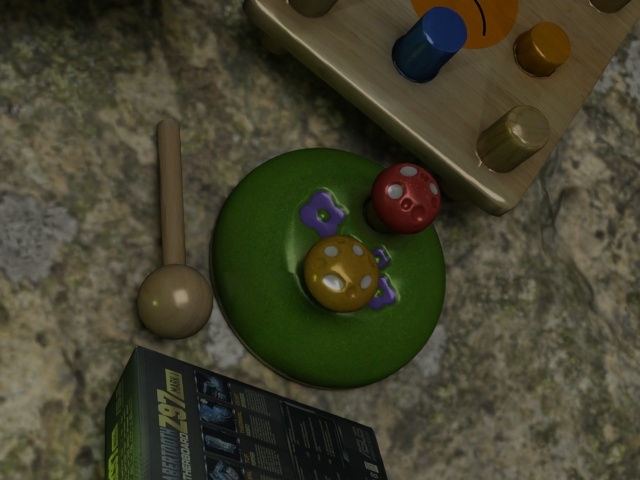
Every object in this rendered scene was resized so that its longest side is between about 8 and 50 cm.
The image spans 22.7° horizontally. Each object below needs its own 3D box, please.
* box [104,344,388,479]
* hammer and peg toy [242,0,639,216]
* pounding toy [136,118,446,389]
[{"bbox_3d":[-0.041,0.170,0.999,0.183,0.232,0.059,22,110,-18],"label":"box"},{"bbox_3d":[0.058,-0.212,1.218,0.361,0.127,0.266,38,63,-7],"label":"hammer and peg toy"},{"bbox_3d":[0.000,0.000,1.126,0.237,0.110,0.183,13,67,-20],"label":"pounding toy"}]
